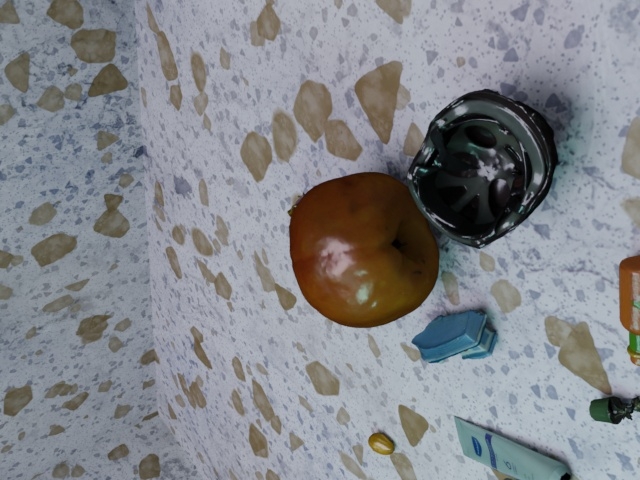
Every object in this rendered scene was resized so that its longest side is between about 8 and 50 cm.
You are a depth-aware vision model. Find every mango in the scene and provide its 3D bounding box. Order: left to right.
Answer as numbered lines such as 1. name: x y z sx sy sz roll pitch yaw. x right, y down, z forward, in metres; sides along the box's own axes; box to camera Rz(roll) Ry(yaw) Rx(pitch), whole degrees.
1. mango: 0.176 0.586 1.870 0.089 0.046 0.060 8 115 48

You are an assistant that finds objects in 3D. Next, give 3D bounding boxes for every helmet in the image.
1. helmet: 0.305 -0.138 1.134 0.225 0.177 0.305 51 137 13

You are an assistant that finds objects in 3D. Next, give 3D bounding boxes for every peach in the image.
1. peach: 0.082 0.024 1.415 0.302 0.343 0.342 -12 100 39

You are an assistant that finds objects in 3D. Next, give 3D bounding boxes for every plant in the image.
1. plant: 0.543 0.308 1.182 0.102 0.051 0.051 -21 92 52

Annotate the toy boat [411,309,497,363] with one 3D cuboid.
1. toy boat: 0.295 0.227 1.450 0.098 0.109 0.238 35 149 -14

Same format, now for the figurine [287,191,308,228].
1. figurine: 0.000 0.000 1.681 0.189 0.142 0.263 -176 66 -79

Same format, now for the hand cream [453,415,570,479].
1. hand cream: 0.424 0.489 1.474 0.321 0.067 0.109 6 116 61

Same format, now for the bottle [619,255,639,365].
1. bottle: 0.529 0.121 1.074 0.069 0.069 0.187 16 124 50

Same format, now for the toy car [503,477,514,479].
1. toy car: 0.452 0.610 1.429 0.126 0.098 0.161 14 137 51
